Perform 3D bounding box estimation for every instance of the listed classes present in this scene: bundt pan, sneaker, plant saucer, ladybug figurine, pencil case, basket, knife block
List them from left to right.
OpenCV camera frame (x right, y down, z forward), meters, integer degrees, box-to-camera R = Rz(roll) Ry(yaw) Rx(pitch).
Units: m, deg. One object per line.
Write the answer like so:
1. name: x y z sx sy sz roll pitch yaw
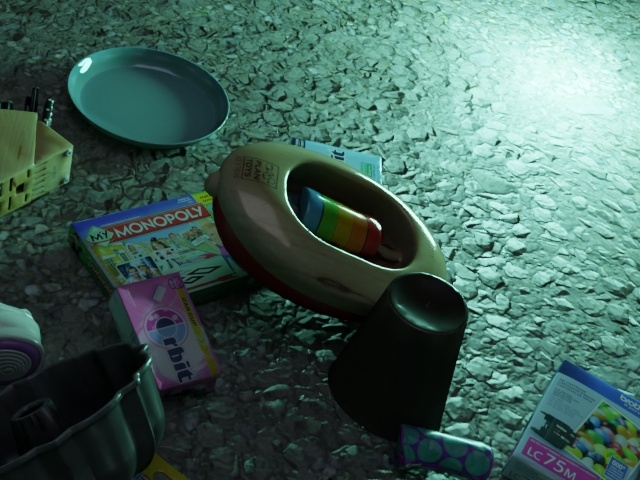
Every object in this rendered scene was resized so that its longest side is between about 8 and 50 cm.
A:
1. sneaker: -0.553 0.137 1.513 0.305 0.114 0.152 8 28 -20
2. knife block: -0.565 -0.171 1.848 0.242 0.088 0.275 34 43 18
3. bundt pan: -0.335 0.261 1.326 0.331 0.331 0.124 -39 110 -45
4. plant saucer: -0.339 -0.275 2.088 0.317 0.044 0.317 11 40 -9
5. ladybug figurine: 0.000 0.000 1.761 0.449 0.162 0.305 26 40 -20
6. basket: 0.132 0.172 1.628 0.204 0.227 0.154 35 43 17
7. pencil case: 0.185 0.326 1.602 0.151 0.064 0.070 13 46 -8

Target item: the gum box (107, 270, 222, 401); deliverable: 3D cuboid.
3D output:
1. gum box: -0.235 0.151 1.603 0.107 0.062 0.188 -13 67 -33

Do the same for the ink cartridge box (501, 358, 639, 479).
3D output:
1. ink cartridge box: 0.435 0.314 1.719 0.186 0.065 0.311 31 40 13

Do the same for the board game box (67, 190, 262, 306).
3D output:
1. board game box: -0.236 0.019 1.797 0.317 0.046 0.213 -17 53 -35

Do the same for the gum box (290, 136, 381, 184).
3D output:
1. gum box: 0.026 -0.122 2.059 0.184 0.041 0.157 12 41 -7

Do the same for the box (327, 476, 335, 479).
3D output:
1. box: 0.019 0.405 1.477 0.094 0.027 0.137 30 41 11

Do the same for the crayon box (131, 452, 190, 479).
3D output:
1. crayon box: -0.266 0.413 1.316 0.202 0.081 0.318 34 43 18
